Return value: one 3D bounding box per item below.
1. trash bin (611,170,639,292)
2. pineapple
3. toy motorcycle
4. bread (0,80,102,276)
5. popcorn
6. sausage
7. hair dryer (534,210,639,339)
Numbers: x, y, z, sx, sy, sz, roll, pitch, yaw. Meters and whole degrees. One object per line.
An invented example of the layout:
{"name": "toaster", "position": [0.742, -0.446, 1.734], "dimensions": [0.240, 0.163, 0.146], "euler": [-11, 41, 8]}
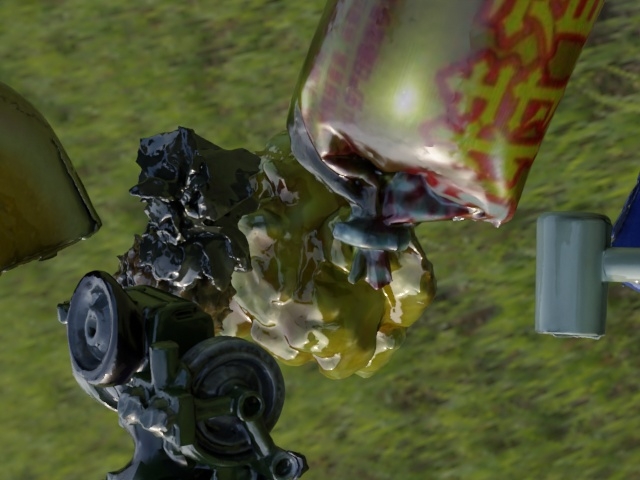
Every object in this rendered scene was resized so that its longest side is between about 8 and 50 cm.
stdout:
{"name": "trash bin", "position": [0.284, 0.014, 0.841], "dimensions": [0.234, 0.184, 0.162], "euler": [25, 96, 20]}
{"name": "pineapple", "position": [-0.113, 0.002, 1.318], "dimensions": [0.237, 0.119, 0.111], "euler": [115, 143, -50]}
{"name": "toy motorcycle", "position": [-0.102, 0.155, 1.035], "dimensions": [0.205, 0.127, 0.275], "euler": [15, 108, 57]}
{"name": "bread", "position": [-0.281, -0.050, 1.100], "dimensions": [0.158, 0.261, 0.156], "euler": [12, 79, 48]}
{"name": "popcorn", "position": [-0.008, 0.008, 1.852], "dimensions": [0.321, 0.290, 0.325], "euler": [-68, 29, 27]}
{"name": "sausage", "position": [0.068, -0.126, 0.695], "dimensions": [0.117, 0.125, 0.317], "euler": [-118, 48, -68]}
{"name": "hair dryer", "position": [0.161, 0.018, 0.770], "dimensions": [0.124, 0.038, 0.063], "euler": [0, 86, 37]}
